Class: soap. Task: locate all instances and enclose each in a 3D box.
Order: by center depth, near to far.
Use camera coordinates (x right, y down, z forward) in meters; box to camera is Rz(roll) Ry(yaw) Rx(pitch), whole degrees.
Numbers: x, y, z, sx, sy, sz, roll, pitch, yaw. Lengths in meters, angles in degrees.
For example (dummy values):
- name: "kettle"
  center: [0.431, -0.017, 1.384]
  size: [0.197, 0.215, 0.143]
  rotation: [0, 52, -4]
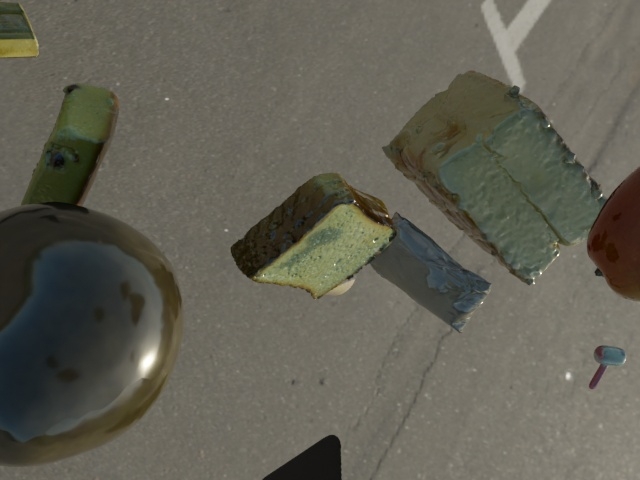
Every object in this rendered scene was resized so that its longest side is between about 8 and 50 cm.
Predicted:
- name: "soap"
  center: [-0.512, -0.278, 0.980]
  size: [0.252, 0.092, 0.037]
  rotation: [-12, 146, -32]

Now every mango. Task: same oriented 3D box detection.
- name: "mango"
  center: [0.404, -0.048, 0.750]
  size: [0.289, 0.146, 0.129]
  rotation: [-40, 142, -4]

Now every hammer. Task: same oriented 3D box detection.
- name: "hammer"
  center: [0.452, 0.205, 1.184]
  size: [0.053, 0.031, 0.083]
  rotation: [12, 115, -13]

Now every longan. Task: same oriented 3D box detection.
- name: "longan"
  center: [-0.297, 0.104, 0.805]
  size: [0.297, 0.297, 0.297]
  rotation: [-7, 100, -43]

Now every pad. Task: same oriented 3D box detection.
- name: "pad"
  center: [-0.007, 0.512, 1.230]
  size: [0.063, 0.315, 0.375]
  rotation: [36, 30, -24]

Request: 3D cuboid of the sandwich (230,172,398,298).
- name: "sandwich"
  center: [0.000, 0.000, 1.030]
  size: [0.186, 0.065, 0.215]
  rotation: [-41, 154, 16]

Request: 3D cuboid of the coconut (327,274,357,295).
- name: "coconut"
  center: [0.017, 0.052, 1.518]
  size: [0.122, 0.116, 0.116]
  rotation: [16, 84, -62]

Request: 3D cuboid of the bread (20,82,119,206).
- name: "bread"
  center: [-0.371, -0.048, 1.014]
  size: [0.077, 0.361, 0.138]
  rotation: [22, 36, -21]

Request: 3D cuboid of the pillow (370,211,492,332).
- name: "pillow"
  center: [0.227, 0.069, 1.531]
  size: [0.270, 0.173, 0.067]
  rotation: [36, 46, 1]

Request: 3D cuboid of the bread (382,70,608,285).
- name: "bread"
  center: [0.380, -0.149, 1.629]
  size: [0.279, 0.390, 0.371]
  rotation: [-44, 114, 5]
